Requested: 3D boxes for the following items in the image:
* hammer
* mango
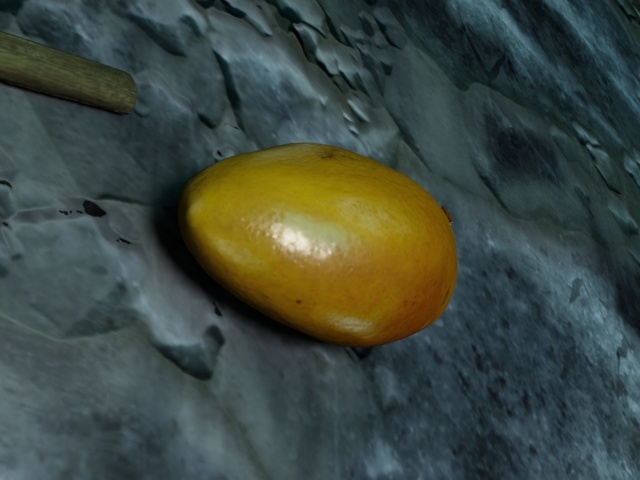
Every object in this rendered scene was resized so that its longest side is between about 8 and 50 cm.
[{"bbox_3d":[-0.256,-0.129,0.578,0.365,0.043,0.111,9,58,-52],"label":"hammer"},{"bbox_3d":[0.000,0.000,0.732,0.187,0.138,0.257,56,25,16],"label":"mango"}]
